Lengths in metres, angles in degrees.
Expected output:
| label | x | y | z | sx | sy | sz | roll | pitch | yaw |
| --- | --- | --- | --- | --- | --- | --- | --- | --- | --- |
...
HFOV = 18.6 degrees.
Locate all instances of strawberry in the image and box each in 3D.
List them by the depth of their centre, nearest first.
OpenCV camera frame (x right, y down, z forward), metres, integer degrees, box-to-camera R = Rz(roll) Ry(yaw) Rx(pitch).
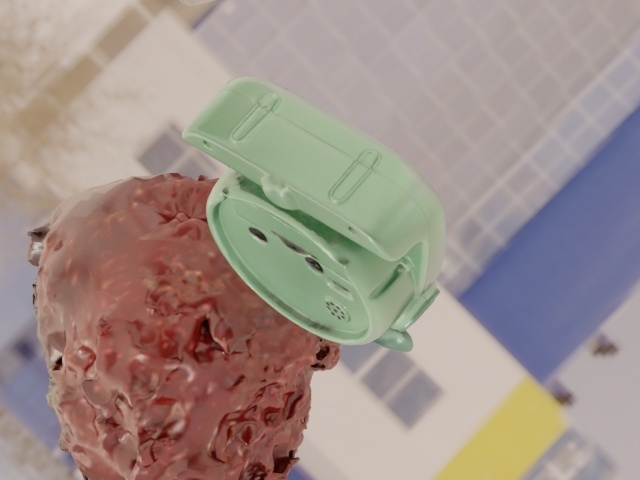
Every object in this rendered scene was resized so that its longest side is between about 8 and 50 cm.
| label | x | y | z | sx | sy | sz | roll | pitch | yaw |
| --- | --- | --- | --- | --- | --- | --- | --- | --- | --- |
| strawberry | -0.086 | 0.076 | 1.371 | 0.220 | 0.274 | 0.274 | -16 | -173 | -3 |

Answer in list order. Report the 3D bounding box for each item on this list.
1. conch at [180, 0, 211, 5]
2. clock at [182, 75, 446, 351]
| label | x | y | z | sx | sy | sz | roll | pitch | yaw |
| --- | --- | --- | --- | --- | --- | --- | --- | --- | --- |
| conch | -0.069 | -0.257 | 1.588 | 0.255 | 0.158 | 0.127 | -4 | -138 | 6 |
| clock | 0.001 | -0.001 | 1.114 | 0.060 | 0.148 | 0.188 | -50 | 154 | -23 |
